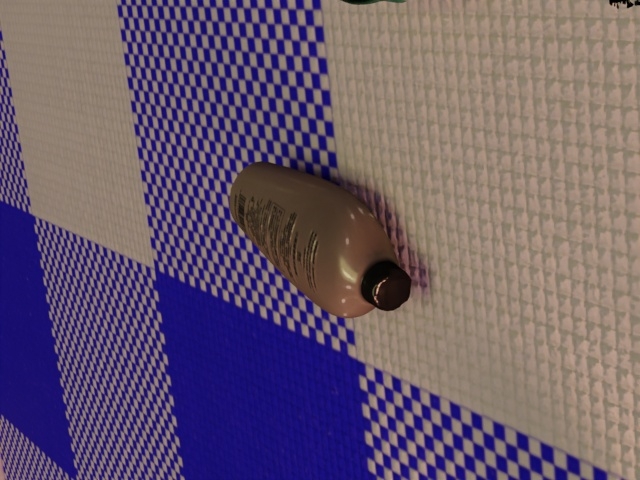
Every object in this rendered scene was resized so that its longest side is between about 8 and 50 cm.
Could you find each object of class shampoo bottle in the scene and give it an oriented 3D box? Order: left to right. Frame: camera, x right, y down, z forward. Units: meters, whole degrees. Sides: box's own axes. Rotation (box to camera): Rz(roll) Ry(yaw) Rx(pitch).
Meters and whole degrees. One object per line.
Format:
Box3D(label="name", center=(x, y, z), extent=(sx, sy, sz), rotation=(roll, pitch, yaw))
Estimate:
Box3D(label="shampoo bottle", center=(0.000, 0.000, 1.214), extent=(0.257, 0.078, 0.127), rotation=(38, 129, 51))

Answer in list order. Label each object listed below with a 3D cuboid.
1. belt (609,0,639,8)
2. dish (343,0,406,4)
Box3D(label="belt", center=(0.231, -0.178, 0.658), extent=(0.198, 0.151, 0.078), rotation=(-2, 106, 59))
Box3D(label="dish", center=(0.053, -0.302, 0.988), extent=(0.224, 0.078, 0.246), rotation=(60, 148, 25))
